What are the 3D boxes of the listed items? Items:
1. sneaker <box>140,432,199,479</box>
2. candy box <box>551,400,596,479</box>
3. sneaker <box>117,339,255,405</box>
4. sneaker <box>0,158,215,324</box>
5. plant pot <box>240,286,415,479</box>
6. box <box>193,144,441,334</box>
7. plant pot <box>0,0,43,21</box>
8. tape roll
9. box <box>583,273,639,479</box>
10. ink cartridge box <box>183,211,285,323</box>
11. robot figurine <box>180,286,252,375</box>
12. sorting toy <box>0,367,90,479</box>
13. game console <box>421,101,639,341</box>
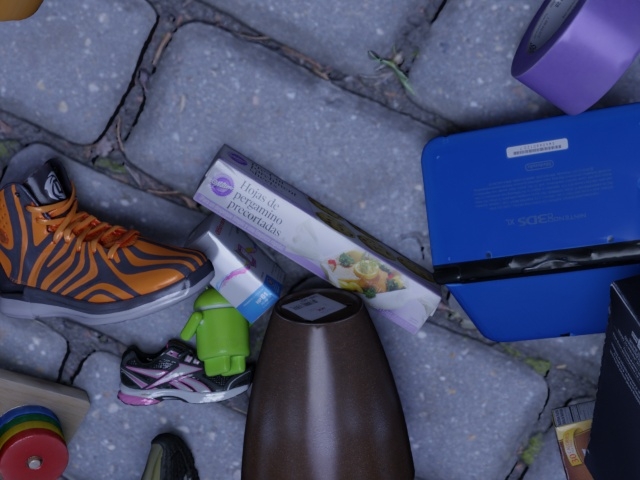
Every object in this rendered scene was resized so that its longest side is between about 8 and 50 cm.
[{"bbox_3d":[-0.287,0.429,1.773,0.182,0.158,0.410,20,106,8],"label":"sneaker"},{"bbox_3d":[0.398,0.254,1.717,0.186,0.053,0.109,-14,109,9],"label":"candy box"},{"bbox_3d":[-0.172,0.163,1.705,0.178,0.072,0.077,-4,99,-2],"label":"sneaker"},{"bbox_3d":[-0.280,-0.004,1.578,0.321,0.124,0.180,-4,109,29],"label":"sneaker"},{"bbox_3d":[0.002,0.182,1.620,0.215,0.215,0.231,-2,111,4],"label":"plant pot"},{"bbox_3d":[0.000,0.000,1.637,0.324,0.067,0.063,32,108,-8],"label":"box"},{"bbox_3d":[-0.345,-0.351,1.468,0.205,0.205,0.188,23,124,-6],"label":"plant pot"},{"bbox_3d":[0.295,-0.236,1.471,0.080,0.189,0.189,32,108,-10],"label":"tape roll"},{"bbox_3d":[0.500,0.172,1.513,0.343,0.179,0.313,-14,135,-11],"label":"box"},{"bbox_3d":[-0.105,0.029,1.639,0.122,0.088,0.052,44,106,-12],"label":"ink cartridge box"},{"bbox_3d":[-0.122,0.109,1.668,0.067,0.101,0.115,-18,74,44],"label":"robot figurine"},{"bbox_3d":[-0.452,0.285,1.693,0.257,0.089,0.255,20,111,-32],"label":"sorting toy"},{"bbox_3d":[0.290,-0.012,1.581,0.293,0.173,0.250,-8,85,26],"label":"game console"}]
